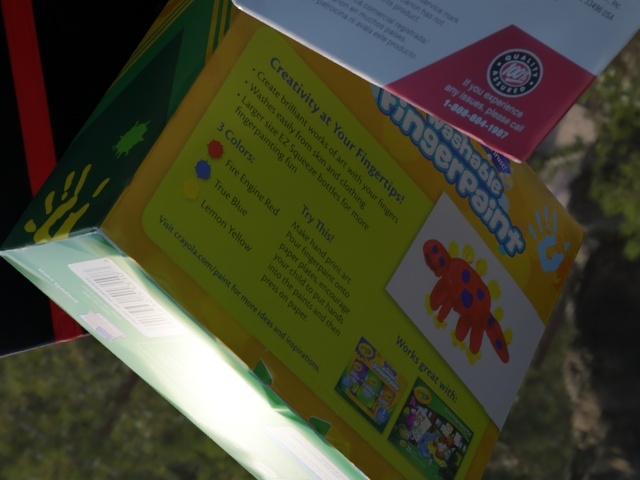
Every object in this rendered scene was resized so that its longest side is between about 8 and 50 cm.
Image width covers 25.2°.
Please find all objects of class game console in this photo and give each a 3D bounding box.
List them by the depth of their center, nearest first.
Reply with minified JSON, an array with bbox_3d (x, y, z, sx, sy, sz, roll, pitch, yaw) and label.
[{"bbox_3d":[-0.282,-0.075,1.366,0.060,0.342,0.386,35,135,56],"label":"game console"}]

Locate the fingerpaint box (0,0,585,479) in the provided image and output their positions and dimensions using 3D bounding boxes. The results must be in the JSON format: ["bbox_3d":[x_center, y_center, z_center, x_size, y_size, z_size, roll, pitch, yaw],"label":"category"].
[{"bbox_3d":[0.000,0.000,1.269,0.163,0.371,0.445,-9,135,48],"label":"fingerpaint box"}]

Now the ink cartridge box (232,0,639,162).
[{"bbox_3d":[0.107,-0.223,0.759,0.226,0.306,0.131,26,-158,-34],"label":"ink cartridge box"}]
